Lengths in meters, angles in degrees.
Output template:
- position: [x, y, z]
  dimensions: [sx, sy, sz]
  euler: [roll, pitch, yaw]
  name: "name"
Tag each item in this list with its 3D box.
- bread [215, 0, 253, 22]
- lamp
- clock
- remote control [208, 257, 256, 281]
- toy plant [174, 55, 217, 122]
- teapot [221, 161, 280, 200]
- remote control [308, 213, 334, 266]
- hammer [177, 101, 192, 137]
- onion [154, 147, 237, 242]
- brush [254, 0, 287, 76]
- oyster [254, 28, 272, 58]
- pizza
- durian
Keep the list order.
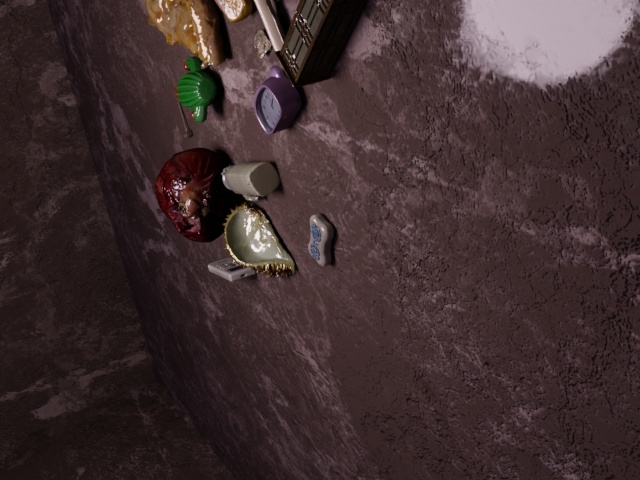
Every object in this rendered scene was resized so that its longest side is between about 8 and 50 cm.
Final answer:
- position: [-0.188, -0.534, 1.537]
  dimensions: [0.115, 0.056, 0.082]
  euler: [53, 134, 5]
  name: "bread"
- position: [0.014, -0.397, 1.215]
  dimensions: [0.090, 0.089, 0.325]
  euler: [63, 153, 14]
  name: "lamp"
- position: [-0.102, -0.301, 1.530]
  dimensions: [0.110, 0.050, 0.153]
  euler: [58, 157, 6]
  name: "clock"
- position: [-0.270, 0.085, 2.131]
  dimensions: [0.190, 0.087, 0.029]
  euler: [16, 119, 60]
  name: "remote control"
- position: [-0.340, -0.414, 1.896]
  dimensions: [0.240, 0.088, 0.154]
  euler: [-125, 39, -48]
  name: "toy plant"
- position: [-0.173, -0.145, 1.790]
  dimensions: [0.107, 0.077, 0.200]
  euler: [57, 159, -22]
  name: "teapot"
- position: [0.000, 0.000, 1.605]
  dimensions: [0.074, 0.032, 0.122]
  euler: [46, 147, 38]
  name: "remote control"
- position: [-0.417, -0.367, 2.153]
  dimensions: [0.035, 0.019, 0.110]
  euler: [-13, 95, 64]
  name: "hammer"
- position: [-0.342, -0.116, 1.974]
  dimensions: [0.281, 0.221, 0.281]
  euler: [170, 90, -80]
  name: "onion"
- position: [-0.108, -0.491, 1.435]
  dimensions: [0.060, 0.050, 0.321]
  euler: [4, 121, 59]
  name: "brush"
- position: [-0.126, -0.428, 1.541]
  dimensions: [0.083, 0.019, 0.054]
  euler: [-23, 90, 62]
  name: "oyster"
- position: [-0.371, -0.658, 1.774]
  dimensions: [0.435, 0.080, 0.392]
  euler: [35, 139, 47]
  name: "pizza"
- position: [-0.157, 0.013, 1.876]
  dimensions: [0.139, 0.144, 0.252]
  euler: [-39, 62, 24]
  name: "durian"
